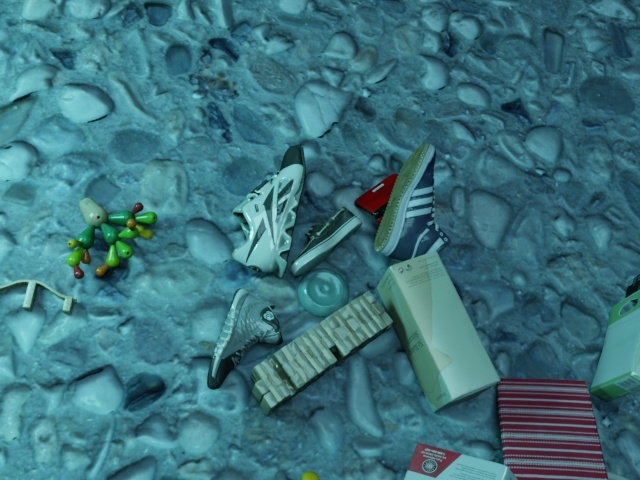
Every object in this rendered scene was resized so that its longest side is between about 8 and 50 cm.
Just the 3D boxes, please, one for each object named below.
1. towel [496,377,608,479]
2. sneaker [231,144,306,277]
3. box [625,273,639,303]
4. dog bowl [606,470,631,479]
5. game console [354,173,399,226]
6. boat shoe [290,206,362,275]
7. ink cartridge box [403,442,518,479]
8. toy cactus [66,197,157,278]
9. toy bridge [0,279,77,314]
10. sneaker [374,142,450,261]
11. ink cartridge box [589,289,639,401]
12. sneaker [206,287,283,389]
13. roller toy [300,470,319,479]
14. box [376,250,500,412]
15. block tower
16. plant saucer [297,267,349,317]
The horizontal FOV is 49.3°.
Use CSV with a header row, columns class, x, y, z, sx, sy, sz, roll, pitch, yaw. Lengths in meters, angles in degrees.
class,x,y,z,sx,sy,sz,roll,pitch,yaw
towel,0.475,0.407,1.450,0.199,0.031,0.274,0,43,8
sneaker,-0.119,-0.088,1.593,0.146,0.122,0.330,14,64,-5
box,0.794,0.125,1.685,0.083,0.062,0.052,26,62,4
dog bowl,0.553,0.623,1.393,0.349,0.102,0.348,4,64,-8
game console,0.176,-0.079,1.701,0.144,0.085,0.124,-35,44,-23
boat shoe,0.000,0.000,1.604,0.070,0.077,0.219,45,58,11
ink cartridge box,0.240,0.549,1.314,0.197,0.114,0.272,4,55,39
toy cactus,-0.474,-0.027,1.526,0.219,0.112,0.180,-38,67,-14
toy bridge,-0.609,0.115,1.469,0.188,0.026,0.063,6,63,-7
sneaker,0.243,-0.075,1.626,0.153,0.099,0.282,24,83,-15
ink cartridge box,0.692,0.230,1.559,0.056,0.171,0.235,28,64,3
sneaker,-0.149,0.217,1.470,0.132,0.086,0.228,19,63,-3
roller toy,-0.021,0.551,1.279,0.146,0.209,0.191,-2,105,-11
box,0.249,0.198,1.513,0.121,0.148,0.311,-17,68,-16
block tower,0.003,0.232,1.483,0.335,0.097,0.091,-32,75,-23
plant saucer,0.008,0.114,1.578,0.119,0.021,0.119,4,65,-8
